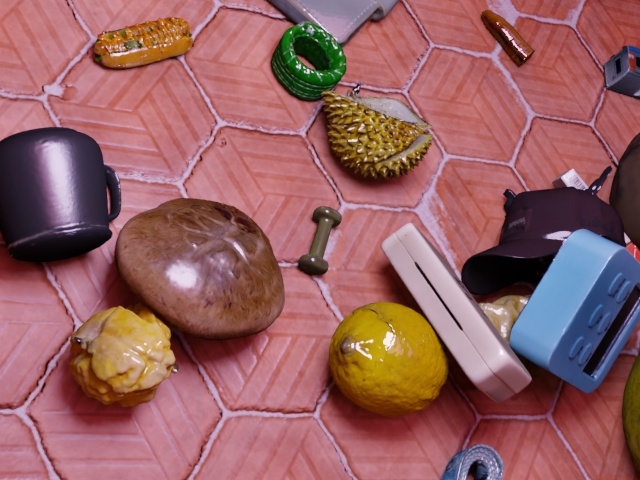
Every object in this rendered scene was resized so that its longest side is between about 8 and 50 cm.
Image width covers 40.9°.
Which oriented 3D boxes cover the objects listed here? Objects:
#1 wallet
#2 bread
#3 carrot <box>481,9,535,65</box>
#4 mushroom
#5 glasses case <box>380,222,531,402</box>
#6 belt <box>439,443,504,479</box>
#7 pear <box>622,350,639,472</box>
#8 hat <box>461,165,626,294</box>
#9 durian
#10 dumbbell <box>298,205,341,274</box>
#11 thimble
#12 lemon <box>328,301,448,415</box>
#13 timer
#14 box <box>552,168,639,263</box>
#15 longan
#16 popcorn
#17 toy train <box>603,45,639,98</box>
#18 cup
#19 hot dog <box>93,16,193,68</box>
[{"bbox_3d":[0.047,-0.535,1.673,0.252,0.083,0.360,38,61,2],"label":"wallet"},{"bbox_3d":[0.373,0.165,1.499,0.268,0.130,0.152,-9,111,-26],"label":"bread"},{"bbox_3d":[0.389,-0.431,1.794,0.048,0.048,0.139,-37,86,-31],"label":"carrot"},{"bbox_3d":[-0.174,0.034,1.294,0.278,0.146,0.278,24,38,-21],"label":"mushroom"},{"bbox_3d":[0.213,0.111,1.379,0.131,0.070,0.313,41,13,-49],"label":"glasses case"},{"bbox_3d":[0.198,0.453,1.333,0.087,0.072,0.302,36,60,-3],"label":"belt"},{"bbox_3d":[0.726,0.276,1.497,0.352,0.352,0.413,46,69,0],"label":"pear"},{"bbox_3d":[0.384,-0.032,1.513,0.336,0.238,0.209,-1,70,-29],"label":"hat"},{"bbox_3d":[0.083,-0.190,1.522,0.193,0.137,0.237,9,25,-21],"label":"durian"},{"bbox_3d":[0.000,0.000,1.450,0.052,0.046,0.118,25,62,-19],"label":"dumbbell"},{"bbox_3d":[-0.023,-0.323,1.547,0.118,0.090,0.130,-21,78,-27],"label":"thimble"},{"bbox_3d":[0.109,0.185,1.343,0.193,0.180,0.180,13,64,-11],"label":"lemon"},{"bbox_3d":[0.450,0.129,1.400,0.250,0.091,0.231,29,92,-39],"label":"timer"},{"bbox_3d":[0.539,-0.031,1.651,0.035,0.139,0.245,-38,84,6],"label":"box"},{"bbox_3d":[0.711,-0.100,1.655,0.319,0.319,0.318,9,66,-20],"label":"longan"},{"bbox_3d":[-0.278,0.161,1.204,0.148,0.167,0.152,-41,129,-3],"label":"popcorn"},{"bbox_3d":[0.825,-0.332,1.920,0.409,0.086,0.089,13,65,-18],"label":"toy train"},{"bbox_3d":[-0.374,-0.063,1.260,0.223,0.169,0.176,0,70,-56],"label":"cup"},{"bbox_3d":[-0.295,-0.338,1.455,0.188,0.055,0.072,-23,78,-28],"label":"hot dog"}]
